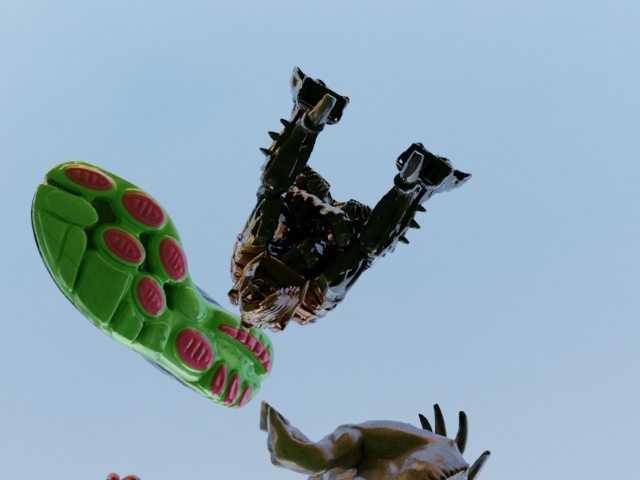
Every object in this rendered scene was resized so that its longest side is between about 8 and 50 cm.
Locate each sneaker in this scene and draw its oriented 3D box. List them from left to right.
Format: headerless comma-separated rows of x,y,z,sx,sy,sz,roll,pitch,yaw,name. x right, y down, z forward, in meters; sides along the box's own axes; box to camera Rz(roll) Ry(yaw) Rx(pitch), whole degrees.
-0.263,0.092,0.924,0.202,0.482,0.185,5,-132,41,sneaker

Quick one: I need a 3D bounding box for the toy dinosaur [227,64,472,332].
0.000,0.000,0.507,0.164,0.322,0.218,27,-74,-19,toy dinosaur

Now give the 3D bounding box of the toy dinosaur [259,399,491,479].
0.056,0.181,0.454,0.201,0.295,0.127,3,-108,-6,toy dinosaur

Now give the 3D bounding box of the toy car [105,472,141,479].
-0.441,0.568,1.328,0.159,0.182,0.136,26,-95,50,toy car
